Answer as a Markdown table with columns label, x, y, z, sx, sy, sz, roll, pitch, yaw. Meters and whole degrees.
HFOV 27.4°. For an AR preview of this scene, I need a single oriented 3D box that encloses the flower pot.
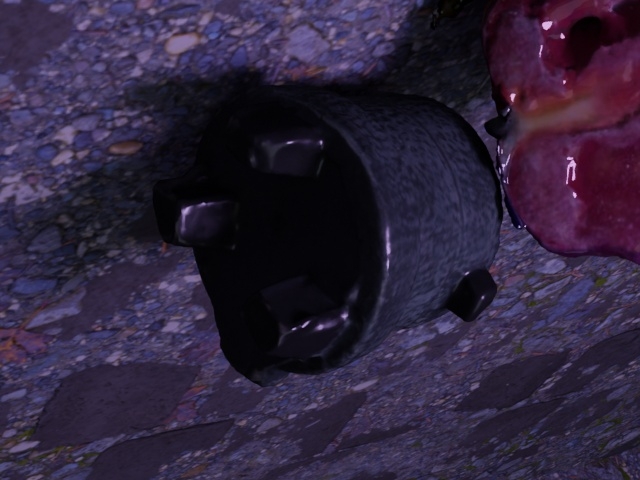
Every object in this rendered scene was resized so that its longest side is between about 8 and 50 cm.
| label | x | y | z | sx | sy | sz | roll | pitch | yaw |
| --- | --- | --- | --- | --- | --- | --- | --- | --- | --- |
| flower pot | 0.000 | 0.000 | 1.273 | 0.283 | 0.299 | 0.299 | -9 | 149 | -46 |

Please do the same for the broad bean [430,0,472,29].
| label | x | y | z | sx | sy | sz | roll | pitch | yaw |
| --- | --- | --- | --- | --- | --- | --- | --- | --- | --- |
| broad bean | 0.096 | -0.273 | 1.143 | 0.144 | 0.049 | 0.292 | -36 | 153 | 20 |

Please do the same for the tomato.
| label | x | y | z | sx | sy | sz | roll | pitch | yaw |
| --- | --- | --- | --- | --- | --- | --- | --- | --- | --- |
| tomato | 0.308 | -0.152 | 1.298 | 0.290 | 0.334 | 0.176 | -10 | -169 | 13 |
